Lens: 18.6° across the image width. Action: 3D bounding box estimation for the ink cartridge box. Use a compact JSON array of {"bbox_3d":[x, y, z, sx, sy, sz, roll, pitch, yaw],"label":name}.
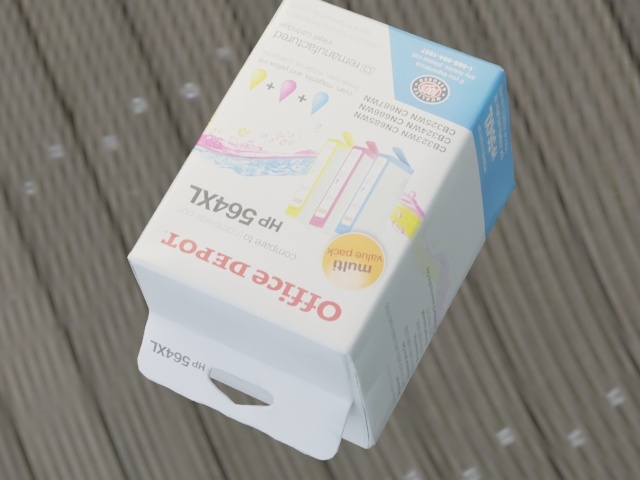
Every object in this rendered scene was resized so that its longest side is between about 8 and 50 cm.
[{"bbox_3d":[0.000,0.000,0.720,0.092,0.090,0.143,22,67,17],"label":"ink cartridge box"}]
